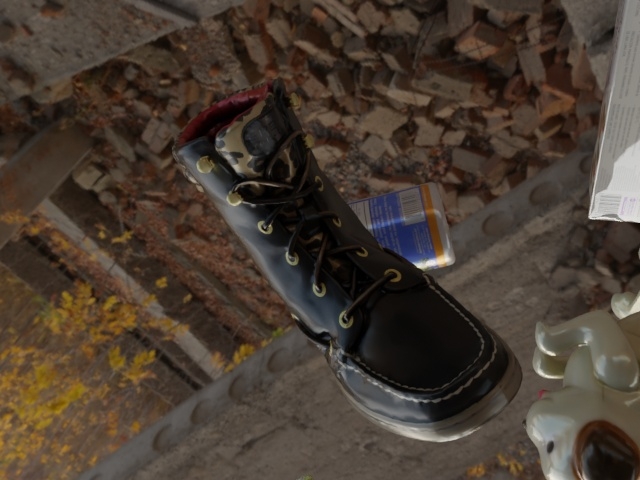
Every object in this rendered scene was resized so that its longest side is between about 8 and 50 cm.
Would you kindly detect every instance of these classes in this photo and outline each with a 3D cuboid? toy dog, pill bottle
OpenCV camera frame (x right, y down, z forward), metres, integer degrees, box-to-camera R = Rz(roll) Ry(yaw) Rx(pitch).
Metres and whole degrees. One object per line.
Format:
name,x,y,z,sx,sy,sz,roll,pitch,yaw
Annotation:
toy dog,0.534,0.275,1.008,0.395,0.408,0.284,46,166,22
pill bottle,0.090,-0.001,1.053,0.272,0.152,0.152,-14,134,11

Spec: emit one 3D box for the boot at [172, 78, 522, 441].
boot,0.000,0.000,0.558,0.284,0.138,0.377,56,173,-24

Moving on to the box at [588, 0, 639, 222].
box,0.304,-0.141,0.556,0.067,0.063,0.324,4,144,21

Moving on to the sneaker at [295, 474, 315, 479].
sneaker,0.017,0.392,0.763,0.385,0.145,0.147,-5,104,4
